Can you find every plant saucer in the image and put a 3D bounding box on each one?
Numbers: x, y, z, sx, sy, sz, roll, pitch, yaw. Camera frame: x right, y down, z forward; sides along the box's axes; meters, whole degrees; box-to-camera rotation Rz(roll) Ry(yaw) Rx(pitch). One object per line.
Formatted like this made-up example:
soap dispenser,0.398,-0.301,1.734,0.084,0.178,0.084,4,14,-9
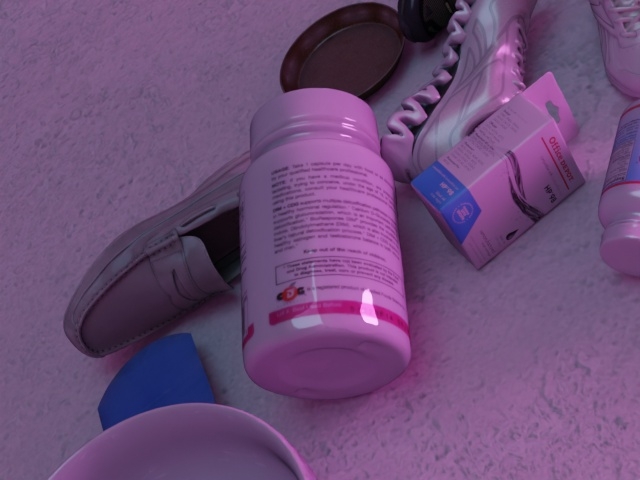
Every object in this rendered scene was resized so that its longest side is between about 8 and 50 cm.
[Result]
plant saucer,0.031,-0.217,1.579,0.168,0.029,0.168,-17,49,20

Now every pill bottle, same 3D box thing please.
pill bottle,0.000,0.000,1.297,0.160,0.160,0.283,-16,57,21
pill bottle,0.309,-0.050,1.220,0.087,0.087,0.160,-1,56,32

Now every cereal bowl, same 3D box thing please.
cereal bowl,-0.124,0.320,1.155,0.339,0.141,0.339,-17,48,20

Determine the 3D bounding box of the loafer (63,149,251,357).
loafer,-0.144,0.019,1.437,0.319,0.112,0.111,-42,36,-5

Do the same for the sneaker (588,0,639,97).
sneaker,0.314,-0.244,1.356,0.090,0.115,0.232,-25,45,13

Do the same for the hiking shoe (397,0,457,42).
hiking shoe,0.184,-0.315,1.518,0.227,0.086,0.114,-49,42,-13

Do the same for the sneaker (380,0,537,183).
sneaker,0.181,-0.177,1.405,0.118,0.110,0.292,20,76,33

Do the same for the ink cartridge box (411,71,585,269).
ink cartridge box,0.191,-0.070,1.299,0.180,0.104,0.060,-40,44,-1

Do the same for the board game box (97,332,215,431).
board game box,-0.167,0.179,1.379,0.133,0.033,0.168,-38,39,7
